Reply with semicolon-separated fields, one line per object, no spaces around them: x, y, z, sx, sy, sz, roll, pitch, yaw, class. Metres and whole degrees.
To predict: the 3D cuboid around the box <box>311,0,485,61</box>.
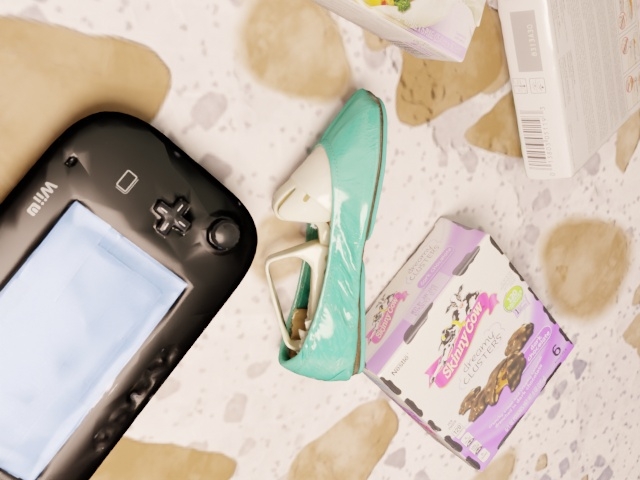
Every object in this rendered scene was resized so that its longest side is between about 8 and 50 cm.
-0.014;-0.218;0.542;0.324;0.067;0.063;17;94;-34;box

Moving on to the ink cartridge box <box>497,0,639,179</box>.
0.262;-0.189;0.746;0.224;0.056;0.181;-40;123;-38;ink cartridge box

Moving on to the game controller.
-0.186;0.069;0.522;0.166;0.067;0.319;42;80;-34;game controller

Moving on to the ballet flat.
0.000;0.000;0.612;0.087;0.083;0.247;1;103;-18;ballet flat

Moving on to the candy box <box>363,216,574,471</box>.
0.137;0.104;0.731;0.165;0.070;0.196;-50;124;-9;candy box
